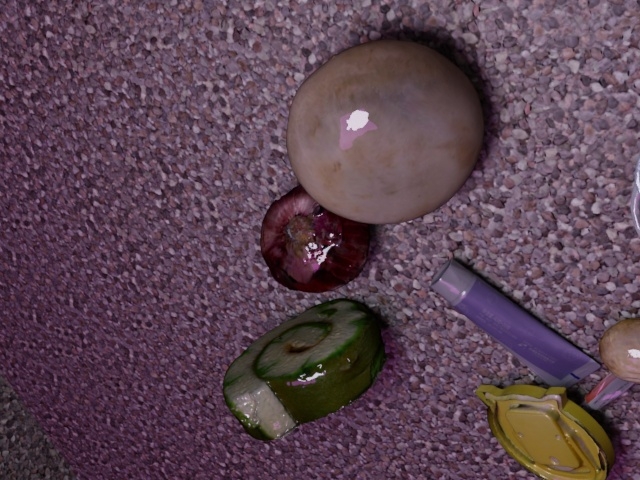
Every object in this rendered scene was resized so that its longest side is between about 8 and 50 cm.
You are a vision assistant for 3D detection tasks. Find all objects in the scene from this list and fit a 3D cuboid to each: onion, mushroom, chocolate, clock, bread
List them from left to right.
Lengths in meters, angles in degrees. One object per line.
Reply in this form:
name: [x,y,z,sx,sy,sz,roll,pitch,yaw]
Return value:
bread: [-0.041,0.278,1.914,0.366,0.382,0.129,-9,118,49]
onion: [0.000,0.000,1.837,0.252,0.219,0.252,-11,68,28]
mushroom: [0.116,-0.209,1.610,0.363,0.294,0.362,-1,128,-1]
clock: [0.492,0.409,1.865,0.277,0.071,0.293,-2,124,49]
chocolate: [0.669,0.211,1.604,0.309,0.134,0.134,-3,117,34]

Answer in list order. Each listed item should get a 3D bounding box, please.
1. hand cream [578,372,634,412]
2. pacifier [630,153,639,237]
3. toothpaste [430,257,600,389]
hand cream: [0.596,0.286,1.761,0.052,0.038,0.216,26,127,-16]
pacifier: [0.591,-0.044,1.399,0.244,0.233,0.299,-23,86,43]
toothpaste: [0.391,0.180,1.793,0.371,0.080,0.125,38,131,-2]
